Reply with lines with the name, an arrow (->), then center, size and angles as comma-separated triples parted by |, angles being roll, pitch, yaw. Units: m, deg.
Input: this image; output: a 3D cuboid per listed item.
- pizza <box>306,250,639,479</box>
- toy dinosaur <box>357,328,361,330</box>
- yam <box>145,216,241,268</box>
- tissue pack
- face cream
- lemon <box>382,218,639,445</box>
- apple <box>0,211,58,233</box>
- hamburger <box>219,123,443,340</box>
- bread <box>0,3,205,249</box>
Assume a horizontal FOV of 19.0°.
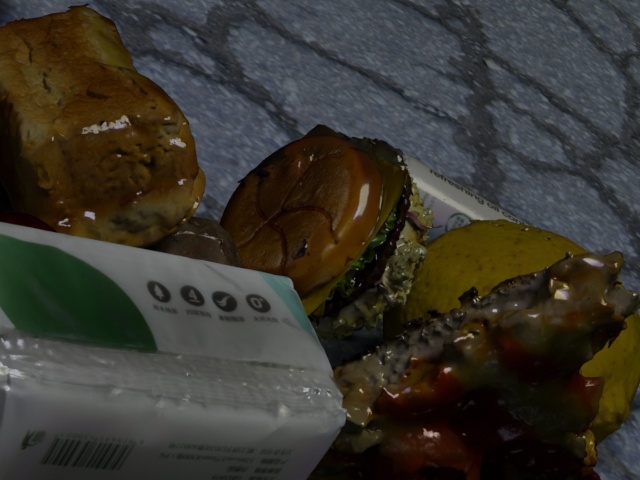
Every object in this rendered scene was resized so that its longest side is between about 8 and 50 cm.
pizza -> 0.134, 0.154, 1.697 | 0.440, 0.406, 0.130 | 5, 52, -30
toy dinosaur -> -0.005, 0.045, 2.074 | 0.132, 0.059, 0.096 | 25, 47, -12
yam -> -0.149, 0.079, 1.795 | 0.128, 0.129, 0.238 | -7, 34, 11
tissue pack -> -0.200, 0.143, 1.509 | 0.356, 0.266, 0.194 | 11, 38, -38
face cream -> 0.211, 0.008, 2.312 | 0.311, 0.092, 0.092 | 31, 30, -12
lemon -> 0.196, 0.106, 1.999 | 0.310, 0.253, 0.253 | 33, 26, 26
apple -> -0.281, 0.057, 1.676 | 0.156, 0.147, 0.158 | 36, 22, -47
hamburger -> 0.000, 0.000, 1.965 | 0.139, 0.243, 0.262 | 43, -3, -41
bread -> -0.238, -0.106, 1.880 | 0.195, 0.148, 0.344 | -13, 30, -16
